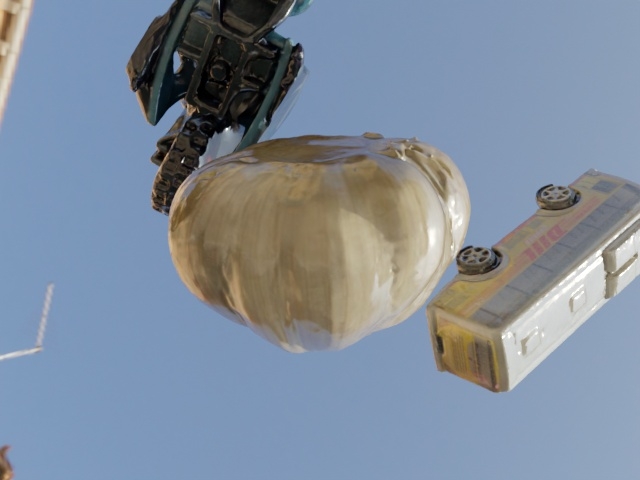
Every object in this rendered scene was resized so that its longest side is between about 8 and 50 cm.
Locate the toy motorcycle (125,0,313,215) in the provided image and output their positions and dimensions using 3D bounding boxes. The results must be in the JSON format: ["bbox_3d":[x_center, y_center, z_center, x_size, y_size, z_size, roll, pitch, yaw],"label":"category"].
[{"bbox_3d":[-0.087,-0.218,1.008,0.172,0.232,0.416,25,-56,0],"label":"toy motorcycle"}]

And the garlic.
[{"bbox_3d":[-0.002,-0.001,0.693,0.228,0.228,0.152,2,-77,25],"label":"garlic"}]

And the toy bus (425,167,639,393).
[{"bbox_3d":[0.211,0.029,0.849,0.106,0.268,0.092,22,-45,44],"label":"toy bus"}]
